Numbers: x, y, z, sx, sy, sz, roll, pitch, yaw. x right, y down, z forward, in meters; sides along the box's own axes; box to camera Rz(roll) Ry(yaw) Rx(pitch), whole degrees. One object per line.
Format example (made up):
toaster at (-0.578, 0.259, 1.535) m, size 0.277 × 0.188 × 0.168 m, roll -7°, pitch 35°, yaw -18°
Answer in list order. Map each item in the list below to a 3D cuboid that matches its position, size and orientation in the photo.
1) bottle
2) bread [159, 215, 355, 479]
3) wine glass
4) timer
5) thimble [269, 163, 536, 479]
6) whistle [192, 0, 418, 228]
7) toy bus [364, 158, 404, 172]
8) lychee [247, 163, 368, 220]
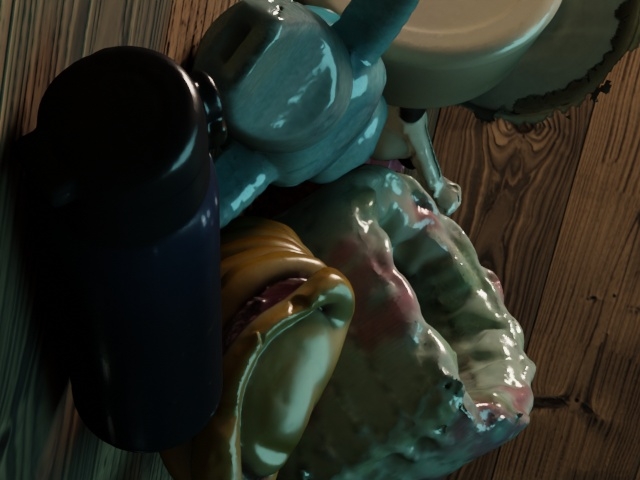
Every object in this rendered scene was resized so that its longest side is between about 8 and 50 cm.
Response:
bottle at (-0.074, 0.009, 0.801) m, size 0.082 × 0.072 × 0.244 m, roll -28°, pitch 156°, yaw -15°
bread at (-0.046, 0.058, 1.016) m, size 0.134 × 0.081 × 0.225 m, roll -64°, pitch -170°, yaw 3°
wine glass at (0.139, -0.232, 1.477) m, size 0.357 × 0.190 × 0.190 m, roll -86°, pitch -172°, yaw -66°
timer at (0.050, -0.123, 1.276) m, size 0.266 × 0.175 × 0.175 m, roll 104°, pitch 3°, yaw -63°
thimble at (0.026, 0.070, 1.183) m, size 0.149 × 0.185 × 0.211 m, roll -33°, pitch -148°, yaw 20°
whistle at (-0.019, -0.084, 1.046) m, size 0.186 × 0.093 × 0.274 m, roll -49°, pitch 172°, yaw 3°
toy bus at (0.022, -0.049, 1.524) m, size 0.063 × 0.090 × 0.203 m, roll -61°, pitch 166°, yaw -69°
lychee at (0.003, -0.001, 1.339) m, size 0.123 × 0.123 × 0.129 m, roll 92°, pitch 7°, yaw -67°
